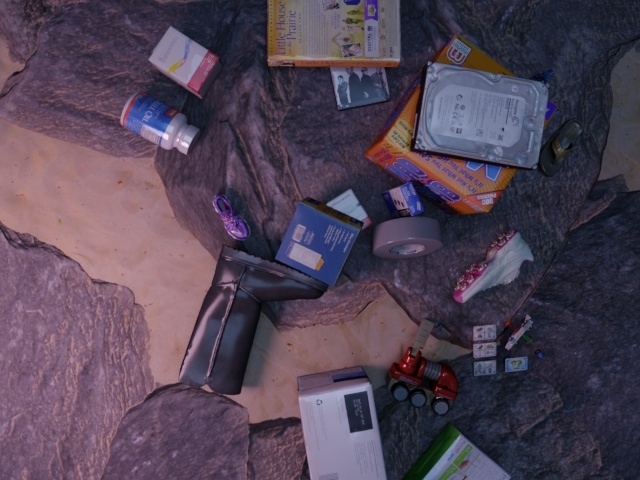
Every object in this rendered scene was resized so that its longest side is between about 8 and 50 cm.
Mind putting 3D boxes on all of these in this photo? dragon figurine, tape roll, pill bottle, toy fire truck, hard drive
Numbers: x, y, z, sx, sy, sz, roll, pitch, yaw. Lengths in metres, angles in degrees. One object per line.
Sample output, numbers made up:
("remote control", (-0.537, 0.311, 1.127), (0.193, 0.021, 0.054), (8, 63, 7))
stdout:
("dragon figurine", (0.681, -0.423, 1.908), (0.144, 0.085, 0.289), (41, 88, -5))
("tape roll", (0.269, -0.005, 1.821), (0.219, 0.219, 0.072), (-3, 72, -4))
("pill bottle", (-0.490, -0.358, 1.801), (0.221, 0.124, 0.124), (27, 90, -6))
("toy fire truck", (0.350, 0.405, 1.897), (0.217, 0.158, 0.246), (20, 101, -4))
("hard drive", (0.423, -0.327, 1.545), (0.339, 0.064, 0.237), (10, 90, -6))

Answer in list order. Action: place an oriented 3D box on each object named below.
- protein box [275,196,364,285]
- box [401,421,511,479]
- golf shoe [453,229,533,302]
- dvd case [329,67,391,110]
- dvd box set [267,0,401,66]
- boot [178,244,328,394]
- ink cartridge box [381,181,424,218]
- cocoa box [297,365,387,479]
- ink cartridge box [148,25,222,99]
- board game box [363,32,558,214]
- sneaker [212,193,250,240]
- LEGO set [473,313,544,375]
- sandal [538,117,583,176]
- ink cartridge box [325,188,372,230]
("protein box", (0.000, 0.000, 1.810), (0.201, 0.136, 0.200), (25, 104, 4))
("box", (0.445, 0.784, 1.913), (0.231, 0.127, 0.262), (40, 88, -5))
("golf shoe", (0.573, 0.109, 1.909), (0.306, 0.115, 0.140), (-45, 98, -1))
("dvd case", (0.119, -0.555, 1.888), (0.179, 0.029, 0.238), (-12, 92, -4))
("dvd box set", (0.041, -0.703, 1.839), (0.420, 0.062, 0.307), (-1, 85, -3))
("boot", (-0.213, 0.279, 1.832), (0.367, 0.146, 0.445), (19, 88, 3))
("ink cartridge box", (0.255, -0.122, 1.824), (0.046, 0.207, 0.097), (-25, 94, -8))
("cocoa box", (0.063, 0.600, 1.826), (0.231, 0.228, 0.347), (-9, 93, -4))
("ink cartridge box", (-0.414, -0.547, 1.797), (0.176, 0.128, 0.127), (32, 89, -5))
("board game box", (0.398, -0.323, 1.754), (0.356, 0.356, 0.356), (34, 88, -5))
("sneaker", (-0.290, -0.071, 1.853), (0.068, 0.071, 0.170), (-38, 95, -2))
("LEGO set", (0.630, 0.353, 1.965), (0.244, 0.060, 0.182), (-6, 105, -3))
("sandal", (0.807, -0.314, 1.935), (0.090, 0.060, 0.219), (39, 89, -5))
("ink cartridge box", (0.090, -0.086, 1.889), (0.099, 0.056, 0.135), (-32, 94, -2))
